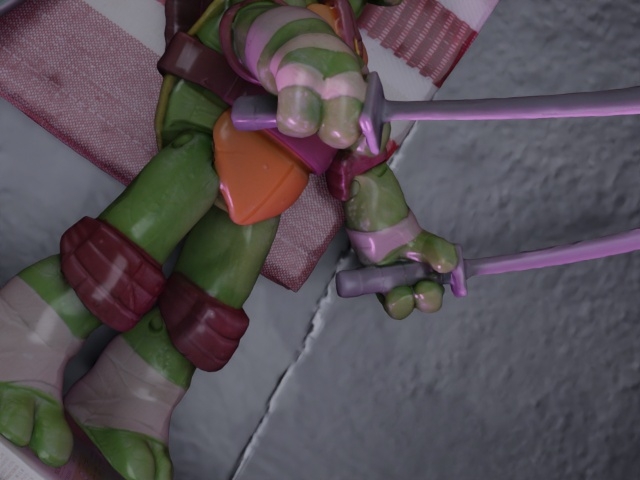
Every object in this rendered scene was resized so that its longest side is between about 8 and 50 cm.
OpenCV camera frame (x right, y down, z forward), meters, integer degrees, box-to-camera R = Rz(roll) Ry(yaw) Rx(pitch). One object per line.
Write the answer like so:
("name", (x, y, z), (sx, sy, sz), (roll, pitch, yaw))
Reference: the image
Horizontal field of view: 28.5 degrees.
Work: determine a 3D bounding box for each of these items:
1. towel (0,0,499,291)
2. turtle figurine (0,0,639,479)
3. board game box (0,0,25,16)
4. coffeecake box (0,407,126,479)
("towel", (-0.016, -0.171, 0.623), (0.237, 0.037, 0.329), (36, 88, -7))
("turtle figurine", (0.000, 0.000, 0.517), (0.275, 0.198, 0.266), (40, 91, -3))
("board game box", (-0.345, -0.175, 0.469), (0.390, 0.050, 0.390), (48, 60, -1))
("coffeecake box", (-0.114, 0.136, 0.575), (0.185, 0.142, 0.068), (42, 87, -7))
